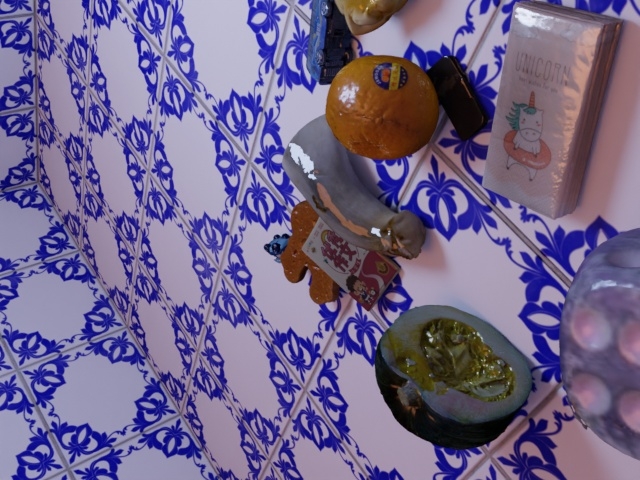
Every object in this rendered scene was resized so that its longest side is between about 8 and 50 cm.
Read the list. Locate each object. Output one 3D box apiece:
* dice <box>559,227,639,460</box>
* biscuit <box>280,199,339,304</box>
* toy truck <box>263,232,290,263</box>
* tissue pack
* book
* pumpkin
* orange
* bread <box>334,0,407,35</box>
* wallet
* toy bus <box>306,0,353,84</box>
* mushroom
[{"bbox_3d":[0.512,0.139,0.988,0.270,0.271,0.270,15,119,50],"label":"dice"},{"bbox_3d":[0.000,0.000,1.806,0.202,0.047,0.333,35,129,28],"label":"biscuit"},{"bbox_3d":[-0.091,0.024,1.954,0.136,0.063,0.074,-5,123,53],"label":"toy truck"},{"bbox_3d":[0.368,-0.212,1.179,0.170,0.071,0.325,36,134,42],"label":"tissue pack"},{"bbox_3d":[0.068,0.043,1.715,0.232,0.022,0.162,42,130,14],"label":"book"},{"bbox_3d":[0.247,0.298,1.454,0.293,0.264,0.196,46,144,34],"label":"pumpkin"},{"bbox_3d":[0.119,-0.256,1.381,0.219,0.219,0.193,130,154,-52],"label":"orange"},{"bbox_3d":[0.068,-0.563,1.362,0.173,0.121,0.311,-31,82,52],"label":"bread"},{"bbox_3d":[0.256,-0.269,1.351,0.082,0.018,0.156,-38,76,56],"label":"wallet"},{"bbox_3d":[0.024,-0.455,1.529,0.094,0.079,0.236,-123,33,-46],"label":"toy bus"},{"bbox_3d":[0.070,-0.093,1.602,0.177,0.126,0.397,-46,68,24],"label":"mushroom"}]
